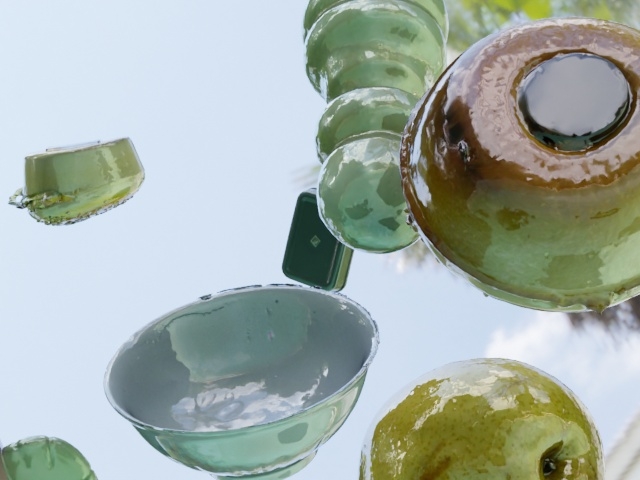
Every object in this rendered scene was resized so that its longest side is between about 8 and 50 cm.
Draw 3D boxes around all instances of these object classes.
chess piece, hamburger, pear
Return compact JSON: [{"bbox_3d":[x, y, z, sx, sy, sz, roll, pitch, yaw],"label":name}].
[{"bbox_3d":[0.047,-0.098,1.135,0.133,0.243,0.133,0,-37,0],"label":"chess piece"},{"bbox_3d":[0.165,-0.051,0.952,0.237,0.237,0.147,-17,-35,-5],"label":"hamburger"},{"bbox_3d":[-0.249,-0.059,1.415,0.141,0.126,0.081,-12,-82,-23],"label":"hamburger"},{"bbox_3d":[0.192,0.289,1.643,0.314,0.314,0.314,-11,-46,-11],"label":"pear"}]

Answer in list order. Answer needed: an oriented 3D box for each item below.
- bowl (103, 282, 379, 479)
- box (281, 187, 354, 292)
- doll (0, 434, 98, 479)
[{"bbox_3d":[-0.047,0.110,0.948,0.189,0.189,0.086,-14,-63,-8],"label":"bowl"},{"bbox_3d":[0.000,0.000,1.788,0.031,0.091,0.126,-9,-64,-61],"label":"box"},{"bbox_3d":[-0.319,0.192,1.093,0.284,0.216,0.268,-14,-75,-1],"label":"doll"}]
